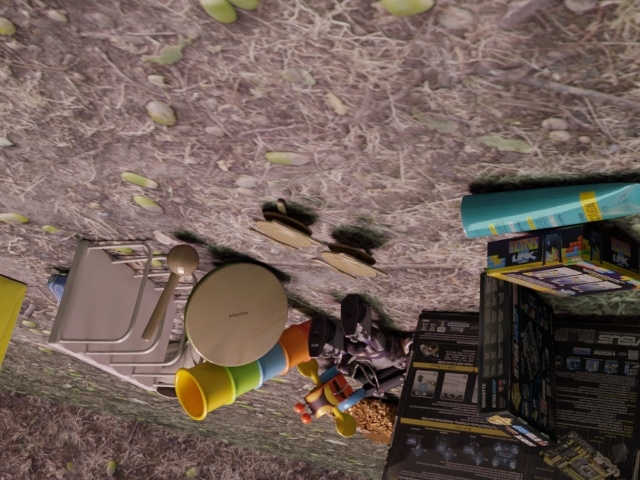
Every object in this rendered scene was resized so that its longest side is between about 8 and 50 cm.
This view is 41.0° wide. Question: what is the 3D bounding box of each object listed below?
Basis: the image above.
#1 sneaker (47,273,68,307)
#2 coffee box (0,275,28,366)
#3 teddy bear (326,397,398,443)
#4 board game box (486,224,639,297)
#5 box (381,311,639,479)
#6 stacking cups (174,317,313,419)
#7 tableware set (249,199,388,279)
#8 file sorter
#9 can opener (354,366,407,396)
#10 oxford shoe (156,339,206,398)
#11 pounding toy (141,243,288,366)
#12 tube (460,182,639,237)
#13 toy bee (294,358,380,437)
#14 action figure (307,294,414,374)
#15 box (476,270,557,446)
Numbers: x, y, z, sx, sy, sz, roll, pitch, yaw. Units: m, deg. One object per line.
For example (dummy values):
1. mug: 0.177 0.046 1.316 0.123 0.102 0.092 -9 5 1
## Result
1. sneaker: -0.488 0.124 1.757 0.081 0.080 0.211 13 149 15
2. coffee box: -0.880 0.216 1.819 0.338 0.338 0.334 25 154 -31
3. teddy bear: 0.156 0.451 2.190 0.338 0.113 0.245 3 150 41
4. board game box: 0.319 0.030 1.092 0.170 0.048 0.141 16 162 -40
5. box: 0.316 0.282 1.360 0.395 0.318 0.097 0 151 31
6. stacking cups: -0.104 0.223 1.545 0.316 0.096 0.096 -17 179 -38
7. tableware set: 0.000 0.000 1.239 0.194 0.039 0.128 26 167 -17
8. file sorter: -0.303 0.139 1.531 0.173 0.193 0.278 -4 153 29
9. can opener: 0.139 0.310 1.887 0.073 0.059 0.186 23 156 -23
10. oxford shoe: -0.264 0.294 1.971 0.169 0.130 0.449 25 153 -25
11. pounding toy: -0.181 0.105 1.459 0.237 0.183 0.110 20 -176 -29
12. tube: 0.269 -0.039 0.997 0.207 0.052 0.080 -6 163 25
13. toy bee: 0.009 0.328 1.863 0.195 0.162 0.298 51 163 26
14. action figure: 0.090 0.196 1.584 0.185 0.099 0.285 -20 150 26
15. box: 0.292 0.174 1.260 0.051 0.220 0.175 -13 148 33
